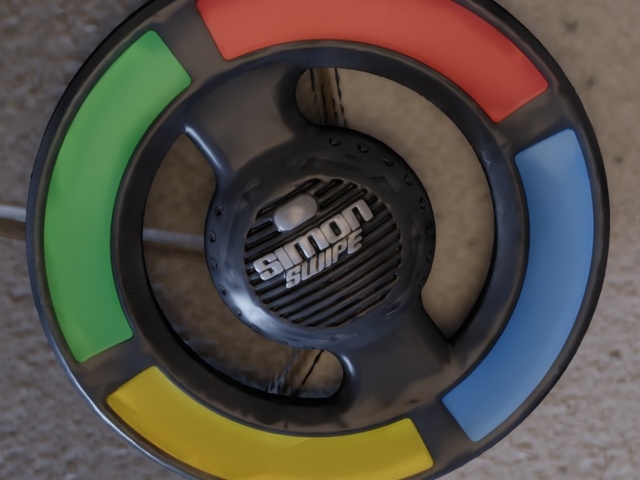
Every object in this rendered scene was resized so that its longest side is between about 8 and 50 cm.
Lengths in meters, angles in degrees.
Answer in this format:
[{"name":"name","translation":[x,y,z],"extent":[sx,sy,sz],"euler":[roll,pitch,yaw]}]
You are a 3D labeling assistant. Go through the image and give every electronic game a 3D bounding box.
[{"name":"electronic game","translation":[0.000,0.000,0.615],"extent":[0.229,0.048,0.229],"euler":[-1,109,-3]}]
